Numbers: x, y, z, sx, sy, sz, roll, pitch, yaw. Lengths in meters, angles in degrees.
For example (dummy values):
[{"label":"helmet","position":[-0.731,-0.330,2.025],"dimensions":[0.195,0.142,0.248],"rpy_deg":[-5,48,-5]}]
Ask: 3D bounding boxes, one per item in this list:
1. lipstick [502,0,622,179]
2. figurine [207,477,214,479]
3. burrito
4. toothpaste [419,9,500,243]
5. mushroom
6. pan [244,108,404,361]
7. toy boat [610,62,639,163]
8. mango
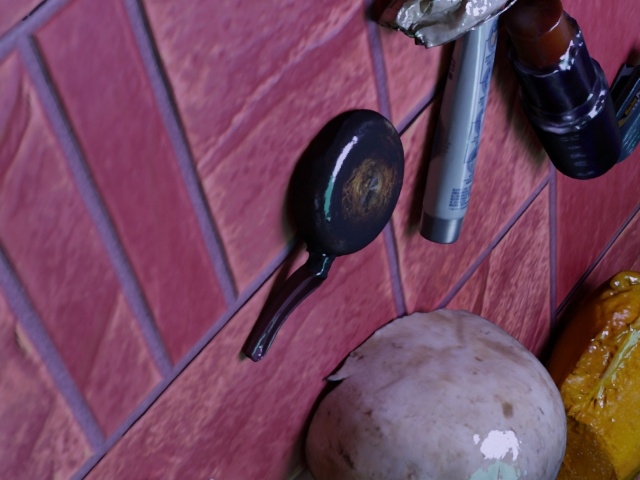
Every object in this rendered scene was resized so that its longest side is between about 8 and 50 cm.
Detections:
[{"label":"lipstick","position":[0.214,-0.137,1.186],"dimensions":[0.081,0.081,0.300],"rpy_deg":[-58,153,-6]},{"label":"figurine","position":[-0.139,0.288,0.948],"dimensions":[0.155,0.127,0.235],"rpy_deg":[9,106,-40]},{"label":"burrito","position":[0.128,-0.210,0.999],"dimensions":[0.229,0.058,0.063],"rpy_deg":[-42,114,-32]},{"label":"toothpaste","position":[0.118,-0.107,1.099],"dimensions":[0.062,0.039,0.239],"rpy_deg":[-40,145,-52]},{"label":"mushroom","position":[0.121,0.190,1.217],"dimensions":[0.254,0.189,0.195],"rpy_deg":[-18,130,-42]},{"label":"pan","position":[0.002,0.002,1.005],"dimensions":[0.115,0.040,0.212],"rpy_deg":[20,97,-57]},{"label":"toy boat","position":[0.328,-0.136,1.405],"dimensions":[0.141,0.060,0.055],"rpy_deg":[-60,154,12]},{"label":"mango","position":[0.338,0.210,1.607],"dimensions":[0.199,0.201,0.350],"rpy_deg":[2,126,-28]}]
